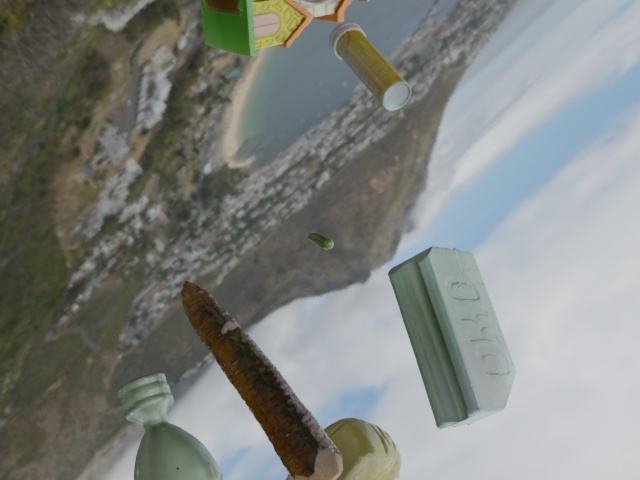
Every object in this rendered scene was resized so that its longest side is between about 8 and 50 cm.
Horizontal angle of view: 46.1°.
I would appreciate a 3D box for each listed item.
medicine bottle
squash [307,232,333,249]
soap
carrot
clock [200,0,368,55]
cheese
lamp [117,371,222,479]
[{"bbox_3d":[0.093,-0.331,1.424,0.074,0.218,0.074,-18,139,-17],"label":"medicine bottle"},{"bbox_3d":[0.001,-0.001,1.605,0.027,0.027,0.089,-43,-148,-10],"label":"squash"},{"bbox_3d":[0.233,0.161,1.281,0.173,0.289,0.095,8,148,-46],"label":"soap"},{"bbox_3d":[-0.084,0.174,0.939,0.066,0.314,0.066,-36,162,-13],"label":"carrot"},{"bbox_3d":[-0.032,-0.385,1.008,0.255,0.219,0.106,-23,-146,-34],"label":"clock"},{"bbox_3d":[0.042,0.429,1.339,0.226,0.117,0.214,-52,141,-2],"label":"cheese"},{"bbox_3d":[-0.190,0.258,0.918,0.106,0.193,0.106,-25,162,-9],"label":"lamp"}]
